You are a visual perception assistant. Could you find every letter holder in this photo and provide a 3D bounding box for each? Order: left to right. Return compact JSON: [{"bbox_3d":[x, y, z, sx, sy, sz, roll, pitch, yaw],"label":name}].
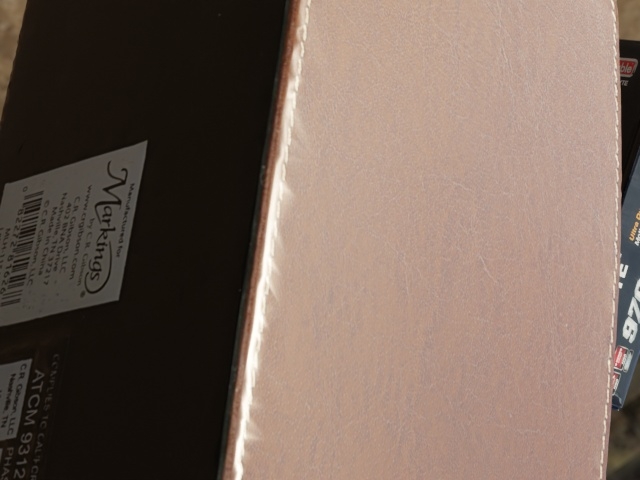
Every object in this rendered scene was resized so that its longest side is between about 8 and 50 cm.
[{"bbox_3d":[0.000,0.000,0.634,0.152,0.302,0.214,-14,148,39],"label":"letter holder"}]

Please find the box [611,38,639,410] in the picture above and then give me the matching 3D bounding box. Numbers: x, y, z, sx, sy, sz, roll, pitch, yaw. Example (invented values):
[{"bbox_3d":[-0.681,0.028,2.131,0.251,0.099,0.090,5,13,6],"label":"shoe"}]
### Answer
[{"bbox_3d":[0.093,-0.022,0.871,0.051,0.220,0.175,21,87,-37],"label":"box"}]
